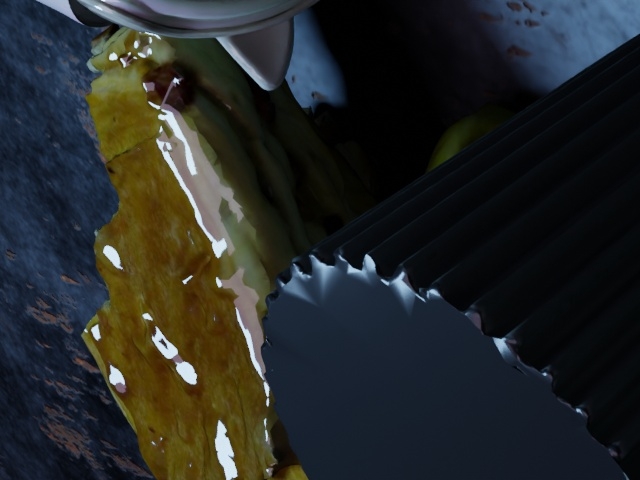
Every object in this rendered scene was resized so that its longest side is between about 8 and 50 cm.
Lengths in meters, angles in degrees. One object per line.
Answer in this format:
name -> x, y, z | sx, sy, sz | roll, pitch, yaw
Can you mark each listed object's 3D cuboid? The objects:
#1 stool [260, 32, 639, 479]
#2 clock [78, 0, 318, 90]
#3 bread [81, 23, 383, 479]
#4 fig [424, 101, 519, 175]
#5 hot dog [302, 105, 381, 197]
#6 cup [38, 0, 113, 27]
stool -> 0.182, 0.042, 1.036 | 0.297, 0.330, 0.297 | 35, 147, 27
clock -> -0.081, -0.259, 1.160 | 0.324, 0.265, 0.108 | 54, 172, -13
bread -> -0.060, 0.009, 1.367 | 0.314, 0.191, 0.370 | -23, 91, 62
fig -> 0.134, -0.011, 1.257 | 0.166, 0.144, 0.154 | 61, -173, 0
hot dog -> 0.000, 0.000, 1.513 | 0.109, 0.072, 0.270 | 35, 145, 30
cup -> -0.223, -0.303, 1.342 | 0.274, 0.253, 0.253 | 32, 146, 16
